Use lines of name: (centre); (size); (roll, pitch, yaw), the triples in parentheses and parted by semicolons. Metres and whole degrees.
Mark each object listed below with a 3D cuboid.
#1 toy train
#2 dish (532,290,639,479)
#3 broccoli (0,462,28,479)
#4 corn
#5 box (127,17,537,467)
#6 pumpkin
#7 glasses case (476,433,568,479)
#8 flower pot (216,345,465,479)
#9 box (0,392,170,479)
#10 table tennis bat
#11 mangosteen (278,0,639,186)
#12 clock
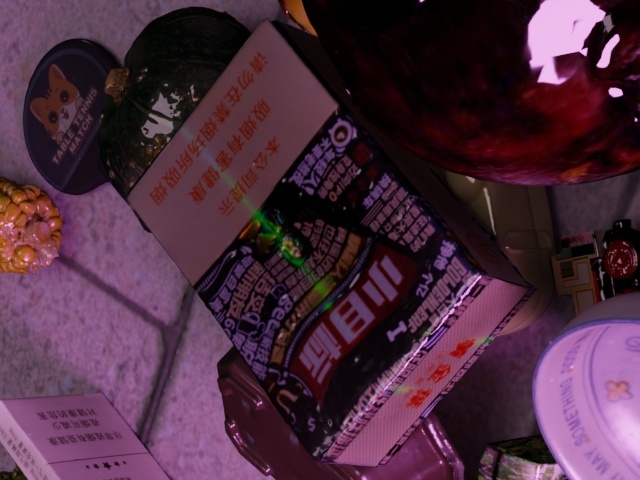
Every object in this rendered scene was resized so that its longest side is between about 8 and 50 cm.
toy train: (0.227, 0.055, 1.492); (0.087, 0.050, 0.138); (-15, 82, 45)
dish: (0.298, 0.117, 1.373); (0.273, 0.134, 0.273); (28, 146, 21)
broccoli: (-0.279, 0.339, 1.845); (0.273, 0.180, 0.242); (20, 103, 39)
corn: (-0.374, -0.026, 1.985); (0.291, 0.101, 0.101); (9, 97, 45)
box: (0.000, 0.000, 1.515); (0.198, 0.084, 0.310); (-50, 56, 18)
pumpkin: (-0.120, -0.111, 1.716); (0.190, 0.146, 0.190); (-178, 90, -73)
glasses case: (0.150, 0.292, 1.531); (0.062, 0.095, 0.272); (18, 103, 38)
flower pot: (0.004, 0.164, 1.602); (0.251, 0.084, 0.179); (39, 151, 32)
box: (-0.192, 0.235, 1.799); (0.245, 0.139, 0.035); (48, 118, 29)
table tennis bat: (-0.217, -0.096, 1.892); (0.236, 0.027, 0.150); (50, 120, 31)
mangosteen: (0.133, -0.231, 1.349); (0.421, 0.381, 0.381); (26, 107, 31)
clock: (0.045, -0.017, 1.617); (0.308, 0.096, 0.235); (-17, 80, 41)
